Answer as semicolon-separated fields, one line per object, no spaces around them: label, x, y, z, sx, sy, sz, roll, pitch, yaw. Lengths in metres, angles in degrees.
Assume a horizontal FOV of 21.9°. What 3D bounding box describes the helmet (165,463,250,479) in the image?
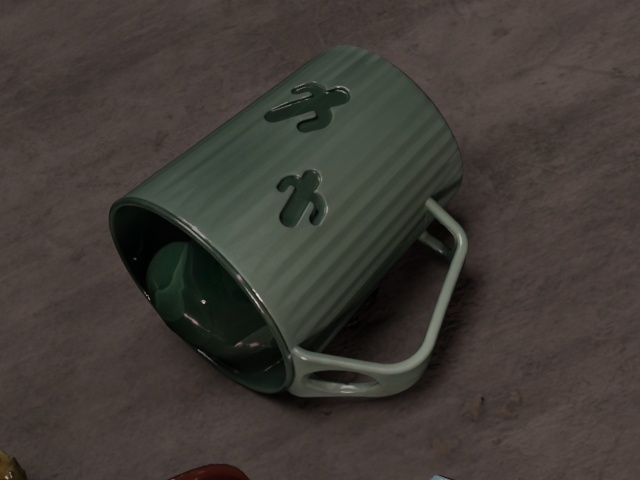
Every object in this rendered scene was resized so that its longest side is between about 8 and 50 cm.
helmet;-0.133;0.351;1.919;0.175;0.106;0.155;-6;45;26

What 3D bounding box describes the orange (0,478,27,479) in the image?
orange;-0.351;0.417;1.826;0.312;0.312;0.312;-14;45;14

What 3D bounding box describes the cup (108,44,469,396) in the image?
cup;-0.012;0.001;2.104;0.392;0.401;0.310;-43;12;-23

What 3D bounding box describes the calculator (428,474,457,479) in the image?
calculator;0.113;0.342;1.872;0.057;0.018;0.172;10;55;34

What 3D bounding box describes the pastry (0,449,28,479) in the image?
pastry;-0.451;0.352;2.081;0.182;0.093;0.192;14;58;38
